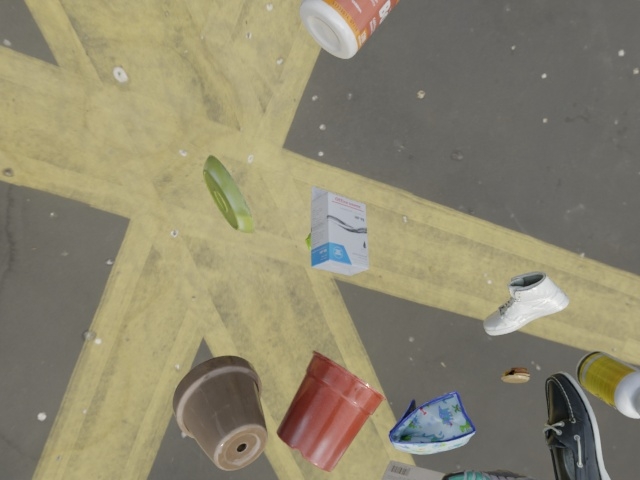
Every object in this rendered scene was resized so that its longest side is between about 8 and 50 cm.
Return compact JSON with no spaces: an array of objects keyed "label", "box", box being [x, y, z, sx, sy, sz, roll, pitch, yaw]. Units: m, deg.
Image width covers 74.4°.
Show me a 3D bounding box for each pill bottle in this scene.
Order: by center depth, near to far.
[{"label":"pill bottle","box":[0.074,-0.427,0.703,0.121,0.121,0.216,40,89,-15]},{"label":"pill bottle","box":[0.675,0.327,0.938,0.103,0.184,0.103,-1,98,-6]}]

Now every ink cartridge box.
[{"label":"ink cartridge box","box":[0.038,-0.029,0.854,0.104,0.060,0.180,14,64,-34]},{"label":"ink cartridge box","box":[0.286,0.811,1.277,0.239,0.275,0.060,-45,113,-41]}]

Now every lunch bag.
[{"label":"lunch bag","box":[0.207,0.363,0.814,0.151,0.096,0.129,-22,145,0]}]

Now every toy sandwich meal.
[{"label":"toy sandwich meal","box":[0.571,0.396,1.236,0.085,0.086,0.029,14,59,-14]}]

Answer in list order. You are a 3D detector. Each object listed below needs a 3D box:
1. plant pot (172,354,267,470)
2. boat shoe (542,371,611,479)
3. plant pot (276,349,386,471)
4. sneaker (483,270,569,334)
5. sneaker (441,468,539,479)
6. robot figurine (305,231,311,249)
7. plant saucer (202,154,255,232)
[{"label":"plant pot","box":[-0.256,0.493,1.175,0.262,0.229,0.263,-13,117,-27]},{"label":"boat shoe","box":[0.544,0.445,0.919,0.091,0.114,0.303,-4,62,-3]},{"label":"plant pot","box":[0.018,0.524,1.288,0.272,0.272,0.265,39,73,-15]},{"label":"sneaker","box":[0.658,0.205,1.437,0.292,0.108,0.169,-36,112,29]},{"label":"sneaker","box":[0.376,0.552,0.941,0.223,0.098,0.083,5,79,3]},{"label":"robot figurine","box":[0.000,0.000,1.385,0.101,0.115,0.067,-6,83,29]},{"label":"plant saucer","box":[-0.259,-0.116,1.153,0.037,0.241,0.241,-33,105,-19]}]
